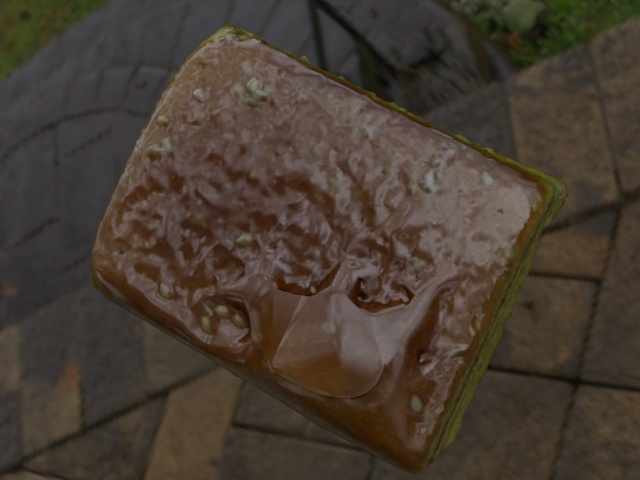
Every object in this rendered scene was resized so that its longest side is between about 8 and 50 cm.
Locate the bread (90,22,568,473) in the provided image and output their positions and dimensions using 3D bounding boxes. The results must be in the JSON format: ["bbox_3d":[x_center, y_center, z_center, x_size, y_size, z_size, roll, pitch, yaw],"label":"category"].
[{"bbox_3d":[0.000,0.000,0.861,0.234,0.110,0.184,27,95,18],"label":"bread"}]
